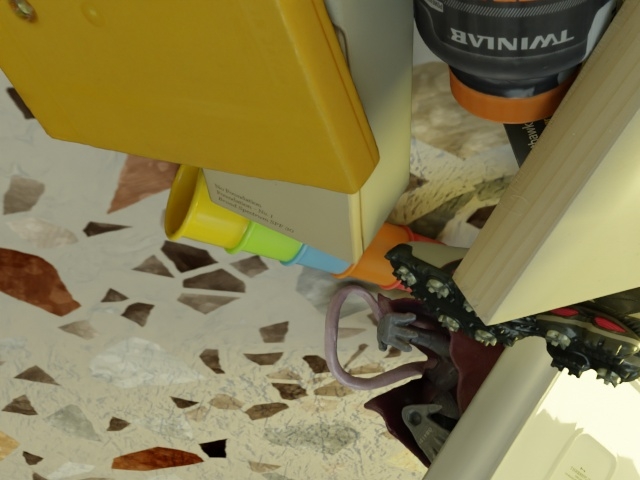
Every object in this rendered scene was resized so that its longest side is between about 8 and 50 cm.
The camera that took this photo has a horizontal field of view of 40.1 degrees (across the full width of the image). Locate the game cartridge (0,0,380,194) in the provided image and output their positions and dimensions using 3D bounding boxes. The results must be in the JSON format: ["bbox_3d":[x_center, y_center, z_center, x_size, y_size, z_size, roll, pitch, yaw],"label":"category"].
[{"bbox_3d":[-0.137,-0.166,0.588,0.324,0.052,0.285,12,145,32],"label":"game cartridge"}]

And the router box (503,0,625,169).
[{"bbox_3d":[0.234,-0.199,0.670,0.243,0.081,0.309,-15,141,18],"label":"router box"}]

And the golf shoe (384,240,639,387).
[{"bbox_3d":[0.197,0.044,0.858,0.273,0.120,0.105,20,155,29],"label":"golf shoe"}]

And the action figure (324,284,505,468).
[{"bbox_3d":[0.212,0.189,1.103,0.276,0.248,0.370,12,-174,42],"label":"action figure"}]

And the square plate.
[{"bbox_3d":[0.275,0.261,0.985,0.347,0.344,0.049,39,171,-34],"label":"square plate"}]

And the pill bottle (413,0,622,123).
[{"bbox_3d":[0.116,-0.185,0.513,0.130,0.130,0.245,-6,139,6],"label":"pill bottle"}]

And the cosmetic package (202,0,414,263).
[{"bbox_3d":[-0.019,-0.133,0.676,0.160,0.113,0.309,23,151,21],"label":"cosmetic package"}]

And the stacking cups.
[{"bbox_3d":[0.000,0.000,0.919,0.316,0.096,0.096,19,139,-24],"label":"stacking cups"}]

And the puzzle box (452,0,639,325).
[{"bbox_3d":[0.317,-0.073,0.658,0.409,0.052,0.272,-9,142,-32],"label":"puzzle box"}]
